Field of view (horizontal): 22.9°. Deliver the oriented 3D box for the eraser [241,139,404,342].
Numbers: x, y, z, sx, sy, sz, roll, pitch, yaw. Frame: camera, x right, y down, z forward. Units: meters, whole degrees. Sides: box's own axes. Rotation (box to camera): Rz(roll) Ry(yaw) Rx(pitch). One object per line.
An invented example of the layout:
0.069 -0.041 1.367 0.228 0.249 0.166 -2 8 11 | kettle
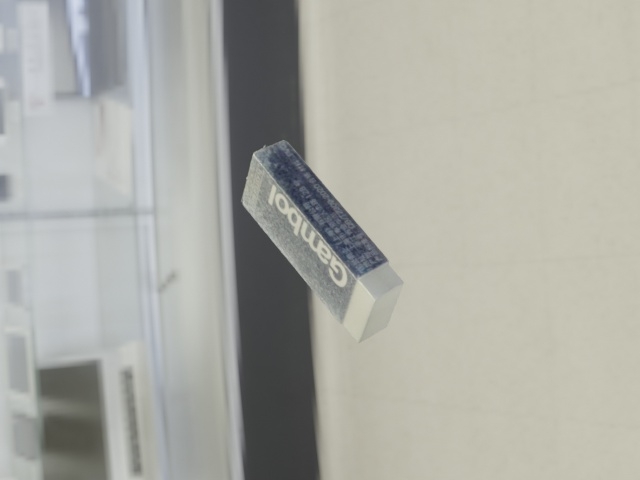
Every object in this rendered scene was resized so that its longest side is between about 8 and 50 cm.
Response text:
0.000 0.000 1.648 0.212 0.046 0.092 50 149 22 | eraser
